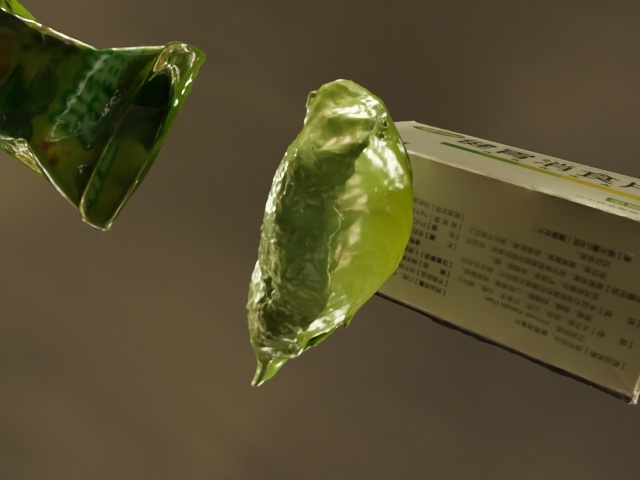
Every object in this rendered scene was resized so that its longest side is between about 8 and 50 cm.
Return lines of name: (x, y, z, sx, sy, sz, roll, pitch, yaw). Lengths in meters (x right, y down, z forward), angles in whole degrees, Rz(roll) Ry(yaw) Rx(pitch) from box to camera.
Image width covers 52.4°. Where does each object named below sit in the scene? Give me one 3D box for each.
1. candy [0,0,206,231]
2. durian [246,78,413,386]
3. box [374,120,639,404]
candy: (-0.218, -0.118, 0.485, 0.246, 0.069, 0.149, 26, -95, 6)
durian: (0.000, 0.000, 0.497, 0.101, 0.139, 0.250, 41, -46, 25)
box: (0.165, -0.006, 0.610, 0.332, 0.173, 0.145, 21, -69, 29)
